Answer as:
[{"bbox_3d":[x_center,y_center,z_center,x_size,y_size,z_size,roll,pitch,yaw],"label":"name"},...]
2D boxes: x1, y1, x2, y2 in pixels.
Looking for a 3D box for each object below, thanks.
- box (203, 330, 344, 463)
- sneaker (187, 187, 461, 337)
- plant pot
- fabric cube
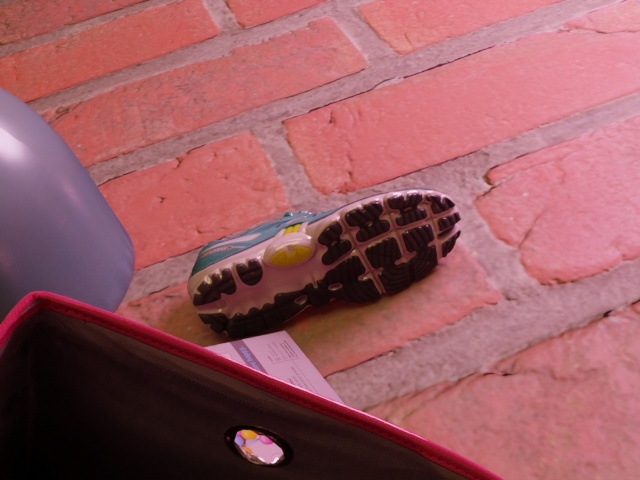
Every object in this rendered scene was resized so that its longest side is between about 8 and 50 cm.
[{"bbox_3d":[-0.078,0.143,0.628,0.186,0.038,0.145,-9,35,-30],"label":"box"},{"bbox_3d":[0.000,0.000,0.774,0.275,0.107,0.110,-15,32,0],"label":"sneaker"},{"bbox_3d":[-0.371,-0.024,0.806,0.293,0.235,0.293,-8,42,8],"label":"plant pot"},{"bbox_3d":[-0.082,0.229,0.358,0.254,0.258,0.259,23,48,-2],"label":"fabric cube"}]
